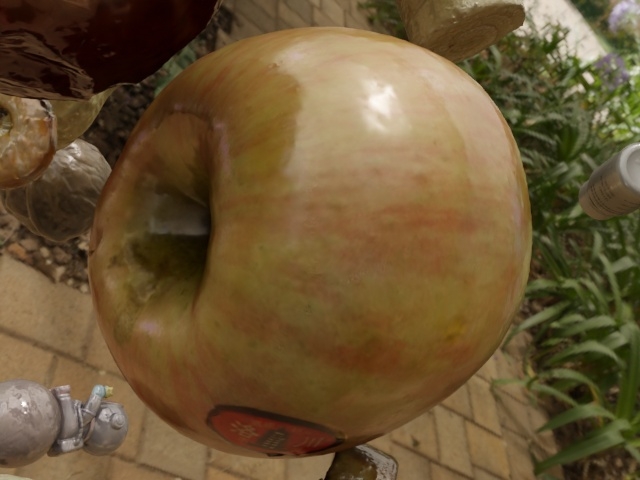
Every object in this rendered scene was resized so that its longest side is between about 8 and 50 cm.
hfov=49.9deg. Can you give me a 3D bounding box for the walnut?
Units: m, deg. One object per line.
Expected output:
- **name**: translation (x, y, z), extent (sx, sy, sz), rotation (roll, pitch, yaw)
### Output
- **walnut**: translation (-0.506, -0.105, 1.320), extent (0.224, 0.224, 0.224), rotation (34, 36, -29)

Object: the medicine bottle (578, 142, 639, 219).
- **medicine bottle**: translation (0.419, -0.077, 0.957), extent (0.080, 0.080, 0.130), rotation (60, -11, 10)

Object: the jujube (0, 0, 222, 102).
- **jujube**: translation (-0.207, -0.240, 0.469), extent (0.276, 0.276, 0.377), rotation (21, 12, -42)

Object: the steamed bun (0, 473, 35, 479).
- **steamed bun**: translation (-0.480, 0.452, 0.934), extent (0.346, 0.237, 0.394), rotation (-44, 141, -43)

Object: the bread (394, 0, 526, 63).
- **bread**: translation (0.169, -0.317, 0.881), extent (0.134, 0.148, 0.141), rotation (2, 68, -52)

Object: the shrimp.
- **shrimp**: translation (-0.393, -0.128, 0.748), extent (0.053, 0.236, 0.133), rotation (-29, 128, -77)

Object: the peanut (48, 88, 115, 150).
- **peanut**: translation (-0.369, -0.259, 1.058), extent (0.111, 0.274, 0.125), rotation (33, -11, -4)

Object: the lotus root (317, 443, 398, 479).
- **lotus root**: translation (0.017, 0.322, 0.741), extent (0.074, 0.260, 0.170), rotation (17, 27, 6)

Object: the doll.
- **doll**: translation (-0.451, 0.320, 1.194), extent (0.287, 0.151, 0.151), rotation (23, 41, -51)

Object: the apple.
- **apple**: translation (0.000, 0.000, 0.641), extent (0.347, 0.391, 0.391), rotation (7, 53, -44)
